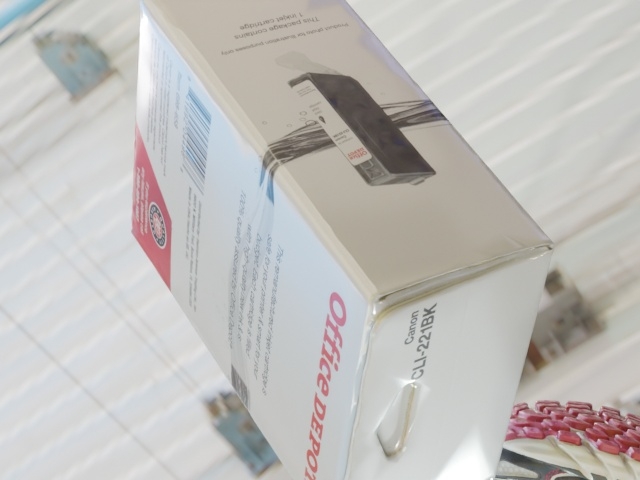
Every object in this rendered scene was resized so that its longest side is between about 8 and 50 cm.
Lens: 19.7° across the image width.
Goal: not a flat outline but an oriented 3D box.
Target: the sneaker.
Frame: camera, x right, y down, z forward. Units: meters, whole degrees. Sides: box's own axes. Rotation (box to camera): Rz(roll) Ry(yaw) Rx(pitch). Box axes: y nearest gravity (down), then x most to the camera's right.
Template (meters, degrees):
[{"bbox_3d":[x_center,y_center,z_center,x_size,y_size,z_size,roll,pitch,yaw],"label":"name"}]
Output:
[{"bbox_3d":[0.227,0.187,1.123,0.112,0.299,0.121,-63,-171,6],"label":"sneaker"}]

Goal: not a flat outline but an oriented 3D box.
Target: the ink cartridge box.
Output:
[{"bbox_3d":[0.000,0.000,1.044,0.114,0.197,0.273,-17,-131,-23],"label":"ink cartridge box"}]
